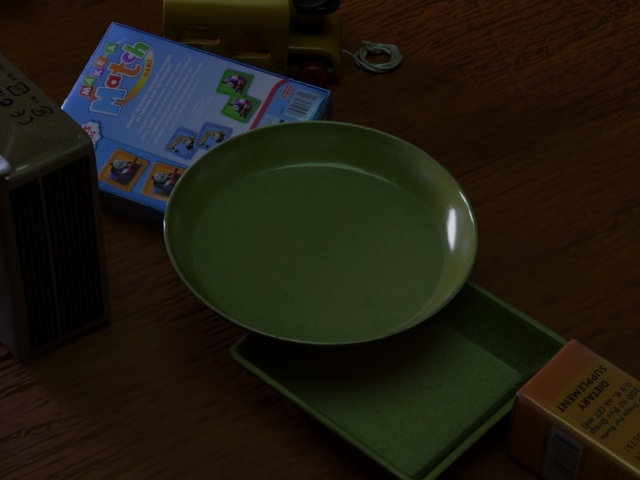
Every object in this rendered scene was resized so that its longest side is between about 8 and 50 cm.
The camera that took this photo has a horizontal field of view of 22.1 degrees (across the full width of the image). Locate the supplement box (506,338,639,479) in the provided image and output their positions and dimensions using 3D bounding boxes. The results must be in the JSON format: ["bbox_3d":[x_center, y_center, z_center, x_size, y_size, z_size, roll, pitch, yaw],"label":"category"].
[{"bbox_3d":[0.245,0.169,1.146,0.233,0.080,0.078,34,54,25],"label":"supplement box"}]

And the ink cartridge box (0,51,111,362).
[{"bbox_3d":[-0.264,-0.051,1.260,0.088,0.193,0.234,-29,52,-29],"label":"ink cartridge box"}]

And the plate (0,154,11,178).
[{"bbox_3d":[-0.395,-0.079,1.089,0.277,0.045,0.278,37,32,32],"label":"plate"}]

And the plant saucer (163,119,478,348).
[{"bbox_3d":[0.000,0.000,1.266,0.241,0.037,0.241,2,45,-2],"label":"plant saucer"}]

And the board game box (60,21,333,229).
[{"bbox_3d":[-0.117,-0.087,1.387,0.211,0.039,0.160,20,65,15],"label":"board game box"}]

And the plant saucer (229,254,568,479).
[{"bbox_3d":[0.060,0.096,1.234,0.188,0.045,0.188,33,52,28],"label":"plant saucer"}]

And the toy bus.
[{"bbox_3d":[-0.051,-0.207,1.502,0.191,0.104,0.202,36,53,29],"label":"toy bus"}]
